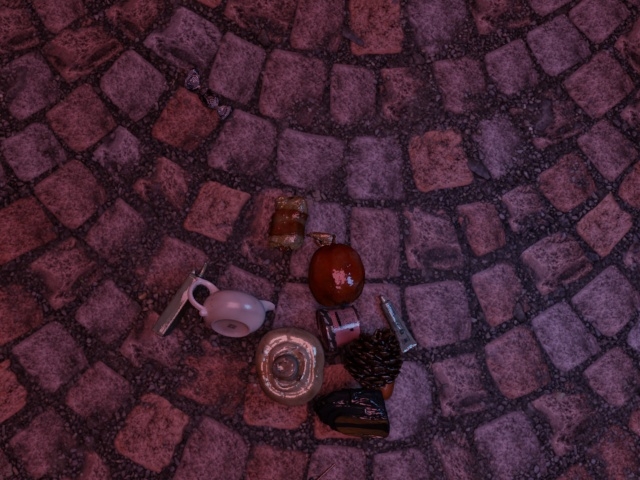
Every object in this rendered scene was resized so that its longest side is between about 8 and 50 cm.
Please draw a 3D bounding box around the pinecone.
[{"bbox_3d":[0.174,0.379,1.545,0.184,0.179,0.205,-12,119,-21],"label":"pinecone"}]

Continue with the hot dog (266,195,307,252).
[{"bbox_3d":[-0.113,-0.059,1.695,0.146,0.103,0.213,8,73,20],"label":"hot dog"}]

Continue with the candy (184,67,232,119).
[{"bbox_3d":[-0.418,-0.544,1.758,0.094,0.051,0.226,-41,86,-9],"label":"candy"}]

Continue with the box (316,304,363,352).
[{"bbox_3d":[0.068,0.297,1.636,0.135,0.151,0.151,-13,84,-12],"label":"box"}]

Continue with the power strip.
[{"bbox_3d":[-0.476,0.200,1.646,0.053,0.093,0.288,33,84,3],"label":"power strip"}]

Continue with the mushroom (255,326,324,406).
[{"bbox_3d":[-0.100,0.413,1.568,0.260,0.234,0.254,39,80,3],"label":"mushroom"}]

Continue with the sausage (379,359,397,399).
[{"bbox_3d":[0.228,0.453,1.659,0.076,0.076,0.198,10,81,-2],"label":"sausage"}]

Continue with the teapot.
[{"bbox_3d":[-0.306,0.225,1.596,0.299,0.208,0.166,32,57,-17],"label":"teapot"}]

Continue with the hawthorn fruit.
[{"bbox_3d":[0.051,0.100,1.637,0.205,0.205,0.254,-10,75,-4],"label":"hawthorn fruit"}]

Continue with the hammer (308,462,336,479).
[{"bbox_3d":[0.010,0.809,1.635,0.110,0.019,0.035,-39,87,-9],"label":"hammer"}]

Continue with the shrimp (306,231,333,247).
[{"bbox_3d":[0.000,0.000,1.728,0.108,0.023,0.059,5,92,-2],"label":"shrimp"}]

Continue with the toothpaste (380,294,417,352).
[{"bbox_3d":[0.270,0.295,1.699,0.064,0.041,0.218,-28,89,-11],"label":"toothpaste"}]

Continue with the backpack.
[{"bbox_3d":[0.101,0.574,1.592,0.258,0.206,0.133,-2,38,7],"label":"backpack"}]
